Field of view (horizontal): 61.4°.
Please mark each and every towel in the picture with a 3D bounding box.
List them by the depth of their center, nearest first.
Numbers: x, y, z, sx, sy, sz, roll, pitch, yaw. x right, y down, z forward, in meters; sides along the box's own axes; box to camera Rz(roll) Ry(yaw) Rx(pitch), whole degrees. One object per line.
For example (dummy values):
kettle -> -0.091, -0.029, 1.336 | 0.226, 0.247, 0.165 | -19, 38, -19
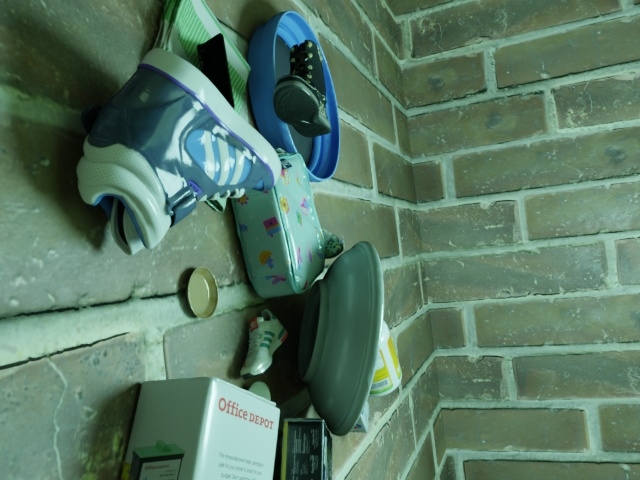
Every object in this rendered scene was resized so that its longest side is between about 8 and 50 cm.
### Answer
towel -> -0.201, -0.248, 0.910 | 0.248, 0.038, 0.325 | 51, 37, -56

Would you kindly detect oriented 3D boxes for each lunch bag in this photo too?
lunch bag -> -0.074, -0.042, 1.074 | 0.224, 0.108, 0.279 | -36, 117, -67

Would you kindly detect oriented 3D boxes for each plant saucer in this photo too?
plant saucer -> -0.191, 0.084, 0.857 | 0.083, 0.015, 0.083 | -8, 90, -69
plant saucer -> 0.023, 0.191, 1.122 | 0.400, 0.100, 0.400 | -169, -90, -80

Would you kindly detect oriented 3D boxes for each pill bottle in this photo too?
pill bottle -> 0.129, 0.290, 1.455 | 0.136, 0.136, 0.245 | -67, 144, -53

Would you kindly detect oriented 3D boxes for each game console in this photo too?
game console -> -0.155, -0.264, 0.886 | 0.107, 0.071, 0.122 | -26, 109, -68

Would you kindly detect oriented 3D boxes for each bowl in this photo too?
bowl -> -0.054, -0.326, 1.265 | 0.391, 0.077, 0.391 | -8, 90, -69

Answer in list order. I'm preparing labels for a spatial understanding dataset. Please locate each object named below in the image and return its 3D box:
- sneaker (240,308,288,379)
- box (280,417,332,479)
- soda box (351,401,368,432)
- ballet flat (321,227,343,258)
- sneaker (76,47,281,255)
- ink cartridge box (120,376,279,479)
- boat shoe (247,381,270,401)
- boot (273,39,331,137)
sneaker -> -0.116, 0.185, 0.984 | 0.075, 0.057, 0.161 | 60, 27, -12
box -> -0.023, 0.504, 0.970 | 0.257, 0.079, 0.322 | 76, 14, -63
soda box -> 0.074, 0.407, 1.317 | 0.216, 0.069, 0.074 | 73, 19, -55
ballet flat -> 0.000, 0.000, 1.241 | 0.188, 0.070, 0.070 | -165, -116, -74
sneaker -> -0.193, -0.078, 0.746 | 0.236, 0.130, 0.323 | -62, 154, -10
ink cartridge box -> -0.159, 0.341, 0.711 | 0.201, 0.117, 0.278 | 50, 39, -54
boat shoe -> -0.119, 0.314, 0.935 | 0.043, 0.049, 0.137 | 125, -23, -50
boot -> -0.041, -0.323, 1.076 | 0.236, 0.085, 0.178 | 30, 54, -72
